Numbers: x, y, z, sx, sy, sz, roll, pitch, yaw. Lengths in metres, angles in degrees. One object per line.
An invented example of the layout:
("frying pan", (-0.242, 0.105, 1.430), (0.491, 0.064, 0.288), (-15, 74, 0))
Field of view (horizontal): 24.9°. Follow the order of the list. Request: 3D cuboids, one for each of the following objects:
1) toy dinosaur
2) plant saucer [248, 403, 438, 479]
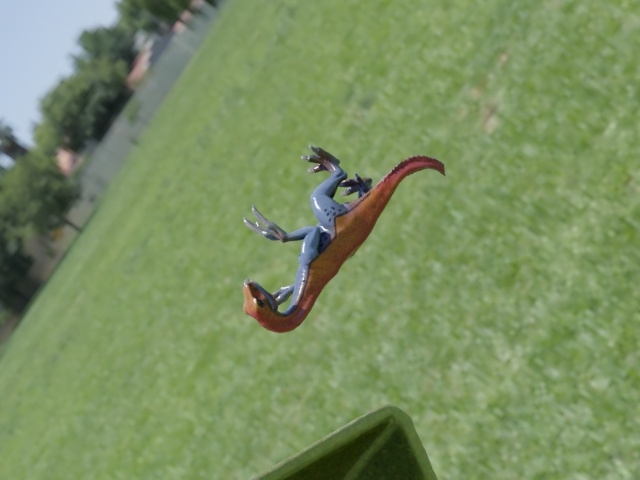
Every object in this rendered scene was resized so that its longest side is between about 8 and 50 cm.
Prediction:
("toy dinosaur", (0.000, 0.000, 0.598), (0.090, 0.047, 0.082), (-18, 44, 30))
("plant saucer", (-0.005, 0.179, 0.527), (0.188, 0.188, 0.045), (-23, -1, -45))
